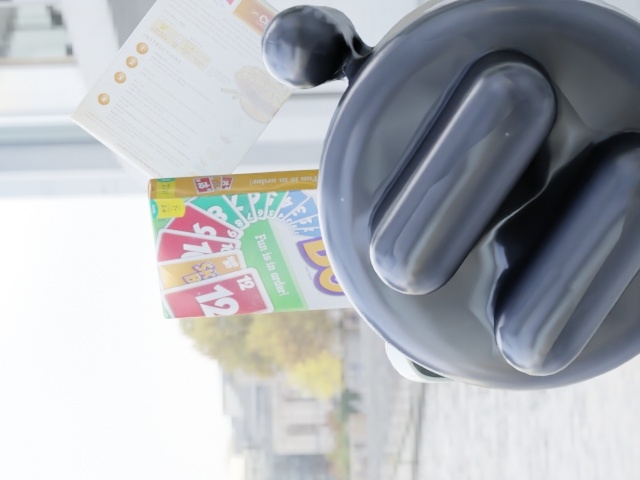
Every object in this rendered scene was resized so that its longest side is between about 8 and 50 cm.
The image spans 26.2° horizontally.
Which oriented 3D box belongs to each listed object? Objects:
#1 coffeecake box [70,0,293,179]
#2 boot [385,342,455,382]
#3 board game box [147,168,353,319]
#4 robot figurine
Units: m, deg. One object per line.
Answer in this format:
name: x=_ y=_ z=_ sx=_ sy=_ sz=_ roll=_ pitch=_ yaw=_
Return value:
coffeecake box: x=-0.110 y=-0.140 z=1.222 sx=0.185 sy=0.142 sz=0.068 roll=-53 pitch=11 yaw=-2
boot: x=0.132 y=0.054 z=1.293 sx=0.176 sy=0.244 sz=0.088 roll=9 pitch=120 yaw=58
board game box: x=0.000 y=0.000 z=1.083 sx=0.039 sy=0.259 sz=0.124 roll=-100 pitch=7 yaw=-51
robot figurine: x=0.087 y=-0.031 z=0.634 sx=0.278 sy=0.173 sz=0.209 roll=-67 pitch=-42 yaw=-76
